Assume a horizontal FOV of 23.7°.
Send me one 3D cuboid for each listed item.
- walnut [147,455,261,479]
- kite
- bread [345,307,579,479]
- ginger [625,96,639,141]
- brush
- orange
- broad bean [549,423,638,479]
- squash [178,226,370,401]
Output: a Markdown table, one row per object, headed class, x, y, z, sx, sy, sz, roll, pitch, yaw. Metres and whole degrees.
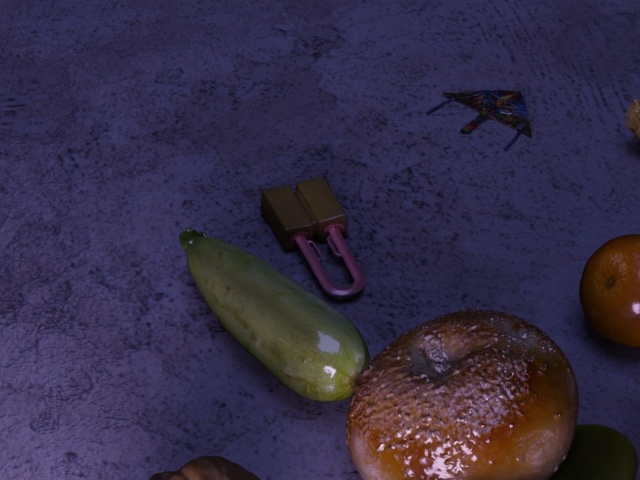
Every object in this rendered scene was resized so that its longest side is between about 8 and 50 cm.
| class | x | y | z | sx | sy | sz | roll | pitch | yaw |
| --- | --- | --- | --- | --- | --- | --- | --- | --- | --- |
| walnut | -0.120 | 0.346 | 1.648 | 0.198 | 0.198 | 0.245 | -13 | 43 | -16 |
| kite | 0.277 | -0.212 | 2.466 | 0.183 | 0.010 | 0.160 | 29 | 48 | 30 |
| bread | 0.163 | 0.194 | 1.823 | 0.305 | 0.158 | 0.305 | -18 | 29 | 10 |
| ginger | 0.671 | -0.238 | 2.374 | 0.375 | 0.166 | 0.236 | 2 | 30 | 15 |
| brush | 0.000 | 0.000 | 2.177 | 0.103 | 0.047 | 0.233 | -13 | 42 | -16 |
| orange | 0.423 | 0.069 | 2.032 | 0.134 | 0.154 | 0.154 | 24 | 19 | -44 |
| broad bean | 0.311 | 0.290 | 1.815 | 0.124 | 0.082 | 0.174 | 9 | 30 | 11 |
| squash | -0.074 | 0.096 | 2.012 | 0.118 | 0.118 | 0.370 | -28 | 44 | -30 |
